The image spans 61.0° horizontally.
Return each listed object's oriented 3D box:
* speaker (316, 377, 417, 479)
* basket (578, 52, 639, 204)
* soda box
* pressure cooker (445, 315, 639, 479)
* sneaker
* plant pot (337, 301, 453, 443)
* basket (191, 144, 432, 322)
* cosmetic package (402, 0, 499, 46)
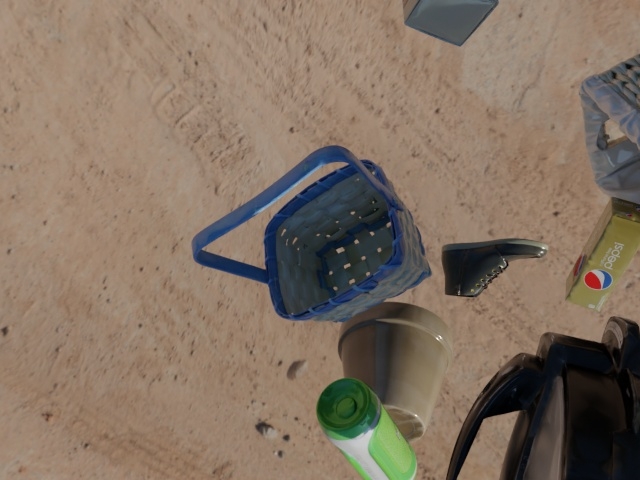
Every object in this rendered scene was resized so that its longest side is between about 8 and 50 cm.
[{"bbox_3d":[0.098,0.393,1.073,0.131,0.131,0.296,-29,129,1],"label":"speaker"},{"bbox_3d":[0.641,-0.134,0.882,0.266,0.331,0.328,-31,142,14],"label":"basket"},{"bbox_3d":[0.454,0.024,0.866,0.058,0.061,0.181,18,130,14],"label":"soda box"},{"bbox_3d":[0.342,0.304,0.561,0.421,0.370,0.375,11,139,15],"label":"pressure cooker"},{"bbox_3d":[0.373,0.063,1.166,0.222,0.083,0.118,-6,76,29],"label":"sneaker"},{"bbox_3d":[0.192,0.371,1.448,0.323,0.280,0.323,6,132,7],"label":"plant pot"},{"bbox_3d":[0.000,0.000,0.766,0.255,0.289,0.201,-29,59,24],"label":"basket"},{"bbox_3d":[0.262,-0.578,1.152,0.153,0.129,0.296,15,58,-19],"label":"cosmetic package"}]
